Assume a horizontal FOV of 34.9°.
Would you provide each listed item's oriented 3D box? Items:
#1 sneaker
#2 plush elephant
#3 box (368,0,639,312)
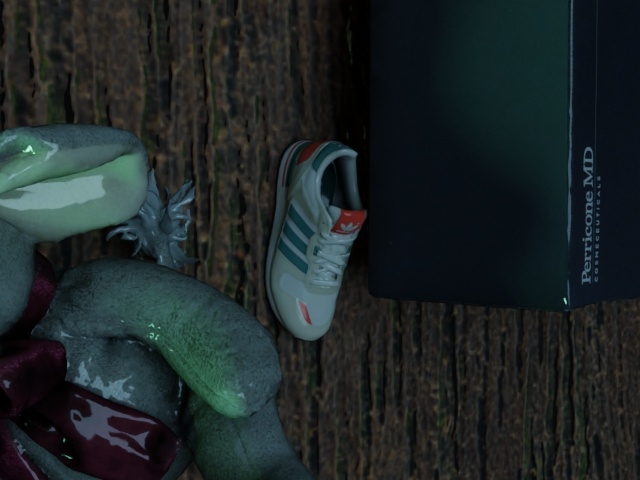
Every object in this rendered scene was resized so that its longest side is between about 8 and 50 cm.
[{"bbox_3d":[0.000,0.000,0.789,0.057,0.075,0.161,4,89,-32],"label":"sneaker"},{"bbox_3d":[-0.176,0.067,0.581,0.255,0.271,0.330,22,51,-44],"label":"plush elephant"},{"bbox_3d":[0.202,-0.128,0.812,0.312,0.178,0.343,-1,92,-47],"label":"box"}]
